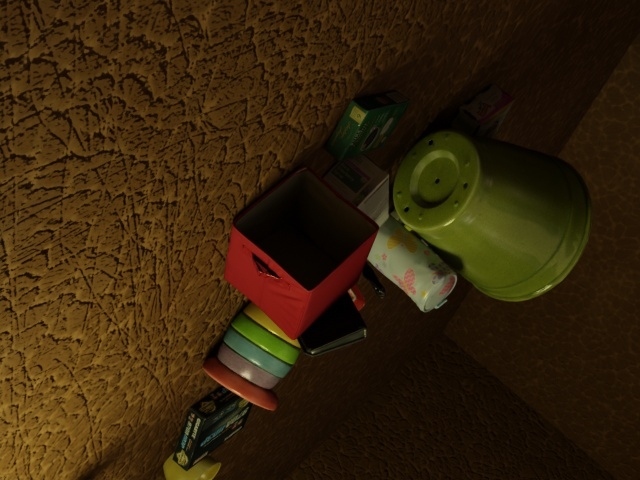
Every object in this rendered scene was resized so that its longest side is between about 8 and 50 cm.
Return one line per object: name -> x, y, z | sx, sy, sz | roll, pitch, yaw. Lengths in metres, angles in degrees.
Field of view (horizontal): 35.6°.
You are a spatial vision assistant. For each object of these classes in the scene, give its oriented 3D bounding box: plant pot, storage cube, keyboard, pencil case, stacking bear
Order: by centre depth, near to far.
storage cube -> -0.040, 0.024, 1.753 | 0.215, 0.184, 0.193 | -42, 164, -28
keyboard -> 0.025, 0.097, 1.878 | 0.202, 0.317, 0.033 | -23, 123, -4
stacking bear -> -0.097, 0.178, 2.030 | 0.289, 0.175, 0.164 | -58, 171, -4
pencil case -> 0.175, 0.038, 2.219 | 0.113, 0.273, 0.124 | -33, 151, -30
plant pot -> 0.361, -0.084, 2.246 | 0.353, 0.366, 0.366 | 24, 109, -43
plant pot -> -0.317, 0.547, 2.366 | 0.134, 0.095, 0.134 | -45, 163, -18

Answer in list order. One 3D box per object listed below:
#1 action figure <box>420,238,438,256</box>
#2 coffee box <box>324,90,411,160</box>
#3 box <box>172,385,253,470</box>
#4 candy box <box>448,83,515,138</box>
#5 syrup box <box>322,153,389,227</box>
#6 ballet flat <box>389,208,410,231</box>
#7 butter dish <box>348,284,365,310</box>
action figure -> 0.304, 0.003, 2.808 | 0.285, 0.099, 0.185 | -54, 169, 26
coffee box -> 0.088, -0.212, 1.817 | 0.184, 0.040, 0.113 | -26, 151, -56
box -> -0.240, 0.415, 2.327 | 0.220, 0.051, 0.175 | -29, 148, -51
candy box -> 0.362, -0.250, 2.420 | 0.159, 0.071, 0.233 | -36, 159, -38
syrup box -> 0.073, -0.083, 1.977 | 0.096, 0.093, 0.237 | -46, 164, -11
ballet flat -> 0.216, -0.069, 2.451 | 0.231, 0.077, 0.077 | -41, 146, -22
butter dish -> -0.011, 0.125, 2.185 | 0.160, 0.160, 0.118 | -37, -177, -35
